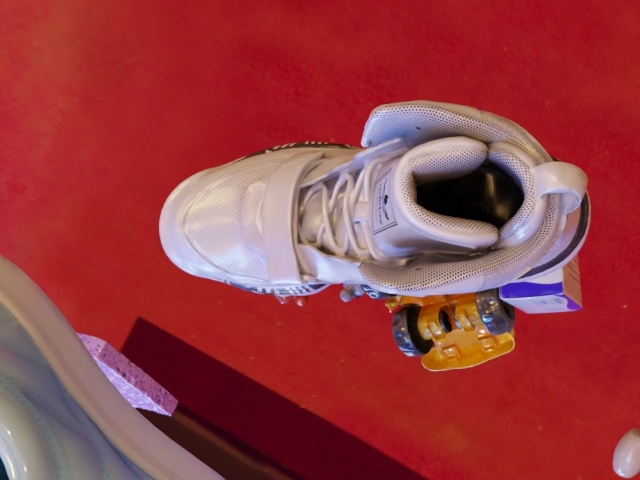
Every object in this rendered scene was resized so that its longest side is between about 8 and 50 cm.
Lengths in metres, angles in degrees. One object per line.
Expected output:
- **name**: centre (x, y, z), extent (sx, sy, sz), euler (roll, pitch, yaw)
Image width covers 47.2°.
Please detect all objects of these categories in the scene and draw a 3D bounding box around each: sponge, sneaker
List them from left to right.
- **sneaker**: centre (-0.155, 0.177, 0.432), extent (0.135, 0.150, 0.366), euler (-38, 99, 24)
- **sponge**: centre (-0.300, 0.190, 1.042), extent (0.117, 0.210, 0.031), euler (7, 58, 25)
- **sneaker**: centre (0.019, -0.027, 0.555), extent (0.365, 0.210, 0.137), euler (-1, 86, 14)

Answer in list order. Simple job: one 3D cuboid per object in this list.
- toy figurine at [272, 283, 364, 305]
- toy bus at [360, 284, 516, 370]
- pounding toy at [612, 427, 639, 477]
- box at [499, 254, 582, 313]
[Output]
- **toy figurine**: centre (0.000, 0.000, 1.206), extent (0.209, 0.148, 0.213), euler (-1, 76, -5)
- **toy bus**: centre (0.159, 0.024, 0.942), extent (0.149, 0.211, 0.220), euler (-22, 108, 29)
- **pounding toy**: centre (0.489, 0.237, 0.836), extent (0.269, 0.155, 0.154), euler (11, 121, 18)
- **box**: centre (0.254, 0.009, 0.854), extent (0.072, 0.126, 0.137), euler (-8, 74, 27)
